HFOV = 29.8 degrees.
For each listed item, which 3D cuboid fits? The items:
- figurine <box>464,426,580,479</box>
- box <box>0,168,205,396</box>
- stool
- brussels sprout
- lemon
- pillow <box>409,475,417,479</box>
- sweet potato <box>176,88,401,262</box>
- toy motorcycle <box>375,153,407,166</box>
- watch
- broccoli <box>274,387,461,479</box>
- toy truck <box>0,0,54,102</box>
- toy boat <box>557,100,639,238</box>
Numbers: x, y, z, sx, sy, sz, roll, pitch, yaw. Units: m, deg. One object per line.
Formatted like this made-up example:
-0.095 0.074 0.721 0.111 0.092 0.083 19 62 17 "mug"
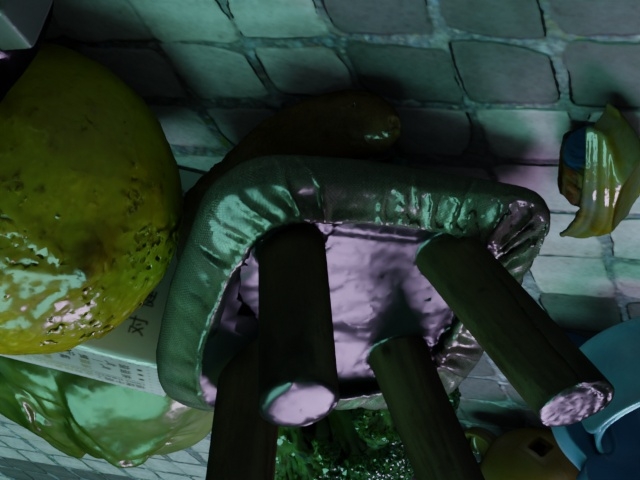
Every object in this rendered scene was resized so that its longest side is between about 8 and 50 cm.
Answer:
0.268 0.362 1.602 0.342 0.167 0.285 12 136 15 "figurine"
-0.282 0.006 1.180 0.330 0.210 0.095 14 154 2 "box"
0.037 0.113 0.984 0.310 0.226 0.310 3 137 -17 "stool"
-0.243 0.126 1.357 0.328 0.247 0.328 30 153 17 "brussels sprout"
-0.255 -0.043 1.010 0.310 0.258 0.258 34 168 35 "lemon"
0.020 0.370 1.887 0.228 0.101 0.326 -13 145 39 "pillow"
-0.062 -0.019 1.043 0.114 0.092 0.341 35 126 -6 "sweet potato"
0.001 -0.001 1.153 0.296 0.109 0.198 -21 125 43 "toy motorcycle"
0.338 0.156 1.213 0.211 0.211 0.193 23 135 -16 "watch"
0.015 0.198 1.431 0.294 0.265 0.245 -4 114 22 "broccoli"
-0.388 -0.200 0.859 0.405 0.180 0.254 2 148 24 "toy truck"
0.220 -0.048 0.966 0.066 0.065 0.172 31 159 21 "toy boat"
